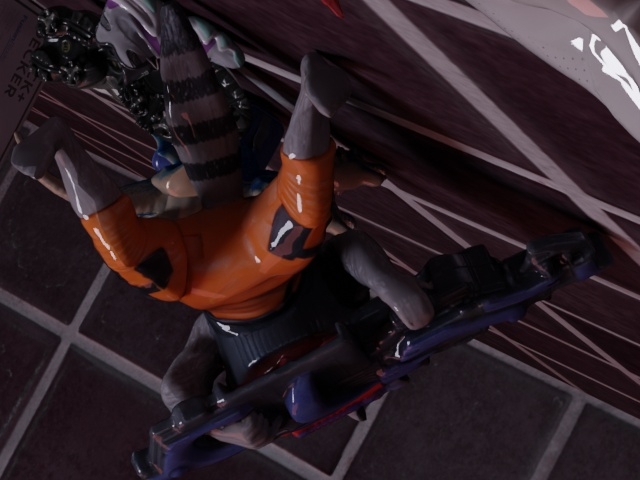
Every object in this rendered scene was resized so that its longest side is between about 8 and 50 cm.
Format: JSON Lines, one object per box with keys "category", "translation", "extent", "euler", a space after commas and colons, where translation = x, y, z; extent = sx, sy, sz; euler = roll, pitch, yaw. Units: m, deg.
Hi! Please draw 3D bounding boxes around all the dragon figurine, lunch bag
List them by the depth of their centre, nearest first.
{"category": "dragon figurine", "translation": [-0.086, -0.035, 1.322], "extent": [0.289, 0.085, 0.144], "euler": [7, -163, -13]}
{"category": "lunch bag", "translation": [-0.079, -0.069, 1.406], "extent": [0.065, 0.098, 0.067], "euler": [30, -179, 37]}

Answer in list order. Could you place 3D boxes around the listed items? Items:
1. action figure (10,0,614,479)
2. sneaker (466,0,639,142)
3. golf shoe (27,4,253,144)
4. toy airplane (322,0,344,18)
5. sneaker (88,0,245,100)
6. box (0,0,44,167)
{"category": "action figure", "translation": [0.000, 0.000, 1.170], "extent": [0.330, 0.341, 0.178], "euler": [68, -179, -49]}
{"category": "sneaker", "translation": [0.097, -0.066, 0.516], "extent": [0.212, 0.080, 0.094], "euler": [38, -177, 2]}
{"category": "golf shoe", "translation": [-0.116, -0.122, 1.308], "extent": [0.198, 0.077, 0.094], "euler": [28, -166, 28]}
{"category": "toy airplane", "translation": [-0.024, -0.123, 0.569], "extent": [0.151, 0.028, 0.151], "euler": [49, -173, -9]}
{"category": "sneaker", "translation": [-0.104, -0.118, 1.168], "extent": [0.098, 0.069, 0.038], "euler": [28, 176, 1]}
{"category": "box", "translation": [-0.354, -0.174, 1.485], "extent": [0.087, 0.169, 0.290], "euler": [22, 172, 35]}
